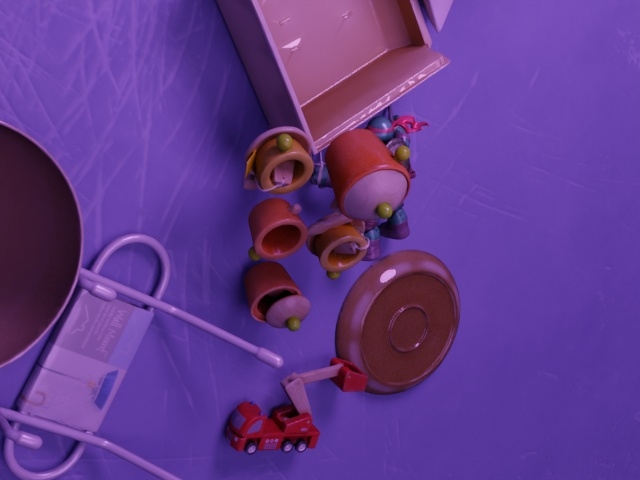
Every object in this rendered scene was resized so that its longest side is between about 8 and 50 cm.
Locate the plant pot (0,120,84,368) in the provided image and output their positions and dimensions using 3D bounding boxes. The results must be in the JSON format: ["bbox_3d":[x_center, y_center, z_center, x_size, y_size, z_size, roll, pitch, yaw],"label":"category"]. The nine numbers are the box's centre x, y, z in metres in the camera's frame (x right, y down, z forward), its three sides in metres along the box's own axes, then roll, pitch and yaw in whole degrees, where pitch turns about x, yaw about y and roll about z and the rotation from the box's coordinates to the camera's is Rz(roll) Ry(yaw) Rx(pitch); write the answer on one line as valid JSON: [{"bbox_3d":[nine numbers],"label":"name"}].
[{"bbox_3d":[-0.421,-0.011,1.170,0.284,0.191,0.284,-12,111,-32],"label":"plant pot"}]

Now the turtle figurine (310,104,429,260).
[{"bbox_3d":[0.073,-0.096,1.537,0.175,0.118,0.234,-21,122,-28],"label":"turtle figurine"}]

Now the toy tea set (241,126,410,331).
[{"bbox_3d":[0.000,0.000,1.417,0.200,0.124,0.336,-11,139,-19],"label":"toy tea set"}]

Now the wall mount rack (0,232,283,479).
[{"bbox_3d":[-0.233,0.183,1.401,0.304,0.130,0.350,27,90,-37],"label":"wall mount rack"}]

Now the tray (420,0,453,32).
[{"bbox_3d":[0.138,-0.424,1.467,0.145,0.030,0.270,-65,149,-34],"label":"tray"}]

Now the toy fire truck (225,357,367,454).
[{"bbox_3d":[-0.035,0.237,1.593,0.192,0.047,0.135,6,111,-35],"label":"toy fire truck"}]

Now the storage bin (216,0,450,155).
[{"bbox_3d":[0.016,-0.296,1.421,0.260,0.123,0.262,-35,121,-20],"label":"storage bin"}]

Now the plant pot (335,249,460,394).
[{"bbox_3d":[0.129,0.131,1.694,0.236,0.032,0.236,-12,111,-32],"label":"plant pot"}]
